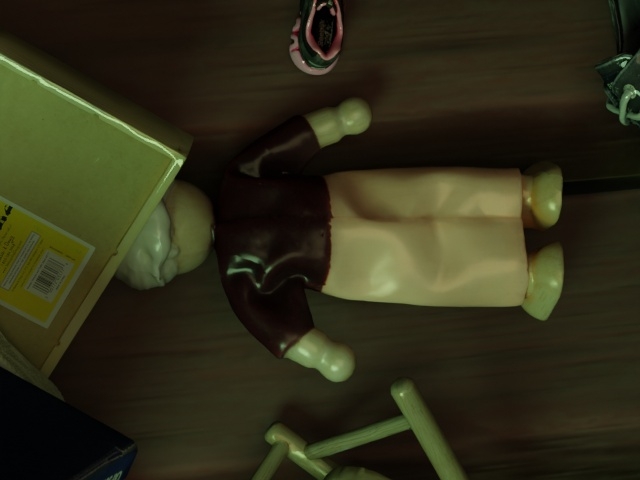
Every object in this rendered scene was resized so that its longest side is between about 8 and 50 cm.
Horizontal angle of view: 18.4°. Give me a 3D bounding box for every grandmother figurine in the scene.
[{"bbox_3d":[0.000,0.000,1.430,0.342,0.104,0.208,4,64,-7],"label":"grandmother figurine"}]

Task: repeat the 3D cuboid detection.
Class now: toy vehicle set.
[{"bbox_3d":[-0.224,-0.003,1.356,0.166,0.035,0.267,30,115,-10],"label":"toy vehicle set"}]

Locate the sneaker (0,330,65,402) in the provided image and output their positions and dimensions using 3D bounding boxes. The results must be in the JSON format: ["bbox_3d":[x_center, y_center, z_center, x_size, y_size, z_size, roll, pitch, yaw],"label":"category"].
[{"bbox_3d":[-0.249,0.091,1.351,0.084,0.058,0.152,-33,116,10],"label":"sneaker"}]

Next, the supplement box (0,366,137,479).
[{"bbox_3d":[-0.294,0.256,1.250,0.195,0.194,0.356,28,105,10],"label":"supplement box"}]

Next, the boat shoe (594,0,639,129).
[{"bbox_3d":[0.254,-0.123,1.460,0.102,0.108,0.301,-8,91,-10],"label":"boat shoe"}]

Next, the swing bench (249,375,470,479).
[{"bbox_3d":[0.036,0.280,1.358,0.255,0.165,0.253,48,51,-15],"label":"swing bench"}]

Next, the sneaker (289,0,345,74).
[{"bbox_3d":[0.002,-0.181,1.438,0.047,0.057,0.119,-2,92,-8],"label":"sneaker"}]
